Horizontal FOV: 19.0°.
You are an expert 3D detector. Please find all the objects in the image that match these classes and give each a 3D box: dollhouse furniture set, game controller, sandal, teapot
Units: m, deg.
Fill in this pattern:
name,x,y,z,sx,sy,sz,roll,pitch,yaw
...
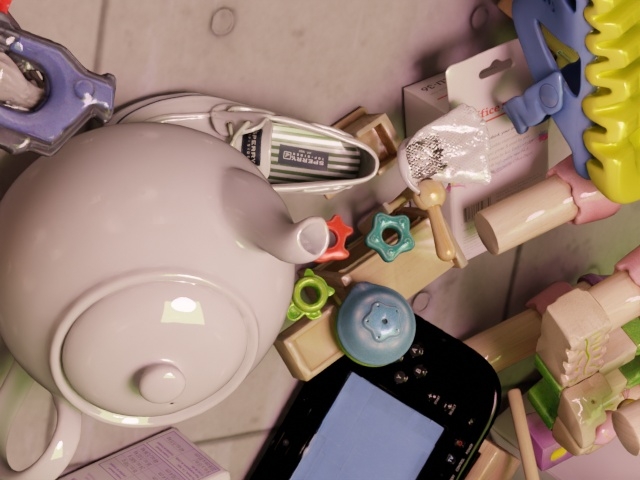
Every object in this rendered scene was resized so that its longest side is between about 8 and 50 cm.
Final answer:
name,x,y,z,sx,sy,sz,roll,pitch,yaw
dollhouse furniture set,0.000,0.000,1.642,0.182,0.101,0.161,-35,106,-20
game controller,0.030,0.217,1.707,0.319,0.166,0.067,-61,154,6
sandal,0.212,-0.189,1.569,0.126,0.138,0.317,-24,122,-44
teapot,-0.133,0.052,1.423,0.252,0.187,0.256,-4,132,-9

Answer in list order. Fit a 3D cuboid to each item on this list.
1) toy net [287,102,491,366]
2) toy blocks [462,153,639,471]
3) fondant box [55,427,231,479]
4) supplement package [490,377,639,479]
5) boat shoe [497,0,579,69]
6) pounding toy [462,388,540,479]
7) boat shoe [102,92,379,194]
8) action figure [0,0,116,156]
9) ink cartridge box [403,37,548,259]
name,x,y,z,sx,sy,sz,roll,pitch,yaw
toy net,0.060,-0.015,1.592,0.122,0.045,0.232,28,77,-5
toy blocks,0.314,0.093,1.709,0.260,0.309,0.288,-25,150,-16
fondant box,-0.225,0.331,1.607,0.330,0.096,0.238,-23,125,-30
supplement package,0.344,0.190,1.933,0.293,0.175,0.177,-38,137,-17
boat shoe,0.221,-0.173,1.733,0.072,0.068,0.190,-43,124,3
pounding toy,0.138,0.216,1.756,0.181,0.206,0.094,-57,155,0
boat shoe,-0.060,-0.076,1.509,0.226,0.076,0.083,-1,91,-26
action figure,-0.333,-0.101,1.291,0.341,0.178,0.330,28,87,-14
ink cartridge box,0.139,-0.092,1.699,0.115,0.067,0.198,-24,127,-28
